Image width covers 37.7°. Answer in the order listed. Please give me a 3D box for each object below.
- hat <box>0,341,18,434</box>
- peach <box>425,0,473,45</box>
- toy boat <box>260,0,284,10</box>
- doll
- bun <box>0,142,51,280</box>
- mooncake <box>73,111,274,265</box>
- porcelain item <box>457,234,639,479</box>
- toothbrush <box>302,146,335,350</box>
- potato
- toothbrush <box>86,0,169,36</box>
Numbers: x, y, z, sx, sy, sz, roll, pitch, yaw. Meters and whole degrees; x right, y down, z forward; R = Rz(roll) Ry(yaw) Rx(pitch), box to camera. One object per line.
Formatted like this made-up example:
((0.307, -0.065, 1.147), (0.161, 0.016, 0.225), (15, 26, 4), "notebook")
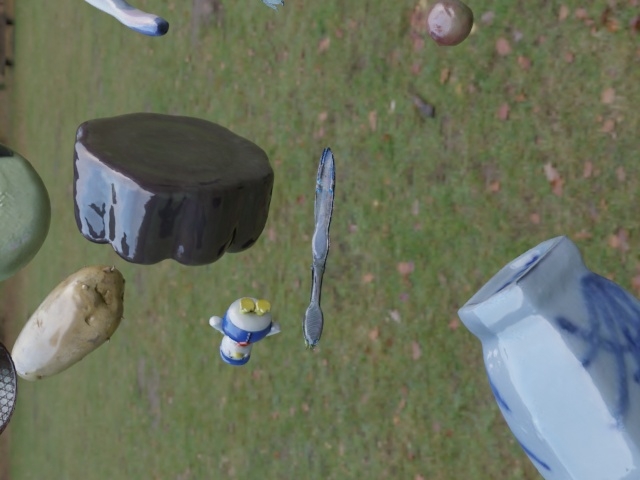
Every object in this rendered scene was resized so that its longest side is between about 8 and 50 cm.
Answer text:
((-0.540, 0.217, 1.351), (0.082, 0.193, 0.193), (4, 93, 37), "hat")
((0.215, -0.365, 1.566), (0.083, 0.083, 0.083), (-179, 90, -69), "peach")
((-0.087, -0.391, 1.467), (0.105, 0.149, 0.034), (31, 80, 33), "toy boat")
((-0.105, 0.124, 1.263), (0.143, 0.099, 0.057), (118, 153, -46), "doll")
((-0.592, -0.032, 1.568), (0.179, 0.283, 0.283), (115, 149, -60), "bun")
((-0.225, -0.078, 1.417), (0.306, 0.306, 0.154), (-122, 39, -55), "mooncake")
((0.362, 0.201, 1.192), (0.405, 0.242, 0.178), (55, 144, -2), "porcelain item")
((0.000, 0.000, 1.644), (0.042, 0.035, 0.413), (106, 171, -58), "toothbrush")
((-0.409, 0.141, 1.543), (0.128, 0.235, 0.161), (45, 167, -1), "potato")
((-0.192, -0.205, 0.668), (0.269, 0.021, 0.027), (39, 140, 30), "toothbrush")
